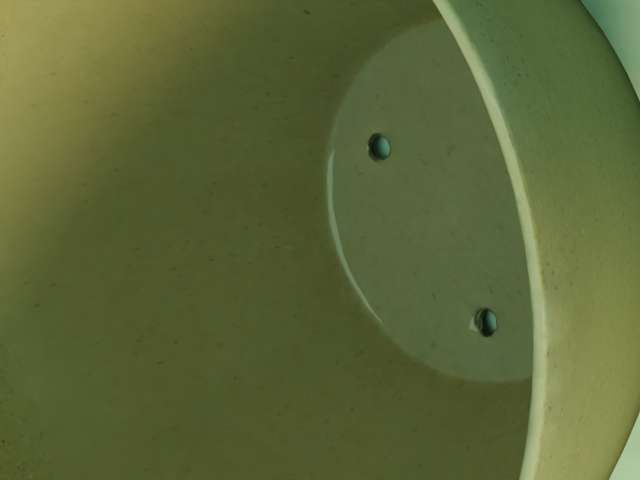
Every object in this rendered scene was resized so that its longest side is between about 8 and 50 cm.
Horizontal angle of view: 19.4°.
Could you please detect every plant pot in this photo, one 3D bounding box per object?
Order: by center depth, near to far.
[{"bbox_3d":[0.000,0.000,0.611,0.284,0.191,0.284,8,104,37],"label":"plant pot"}]
